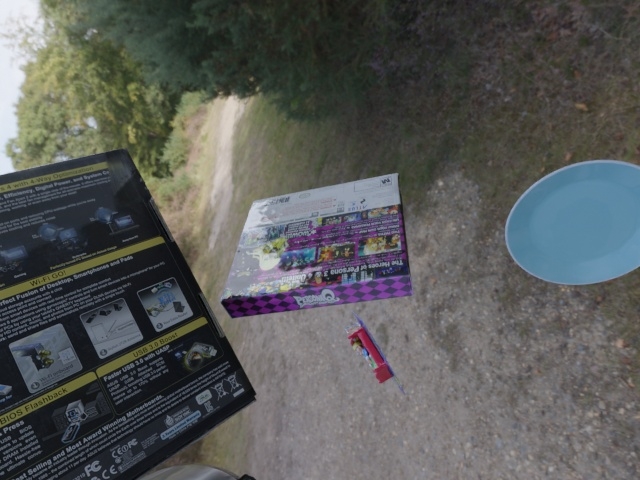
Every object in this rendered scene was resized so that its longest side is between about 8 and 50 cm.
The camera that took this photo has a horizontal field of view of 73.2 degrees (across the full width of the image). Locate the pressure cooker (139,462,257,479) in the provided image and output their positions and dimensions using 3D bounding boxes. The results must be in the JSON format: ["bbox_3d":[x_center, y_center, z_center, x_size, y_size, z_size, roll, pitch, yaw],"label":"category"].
[{"bbox_3d":[-0.243,0.567,0.692,0.375,0.370,0.420,-64,-12,-14],"label":"pressure cooker"}]

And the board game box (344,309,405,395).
[{"bbox_3d":[0.077,0.183,0.689,0.033,0.133,0.169,-30,0,-4],"label":"board game box"}]

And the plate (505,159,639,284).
[{"bbox_3d":[0.336,-0.020,0.551,0.188,0.188,0.024,-55,9,36],"label":"plate"}]

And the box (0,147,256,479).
[{"bbox_3d":[-0.300,0.109,0.378,0.318,0.395,0.097,60,144,6],"label":"box"}]

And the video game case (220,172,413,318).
[{"bbox_3d":[0.000,0.000,0.581,0.210,0.232,0.042,-84,-20,-49],"label":"video game case"}]
